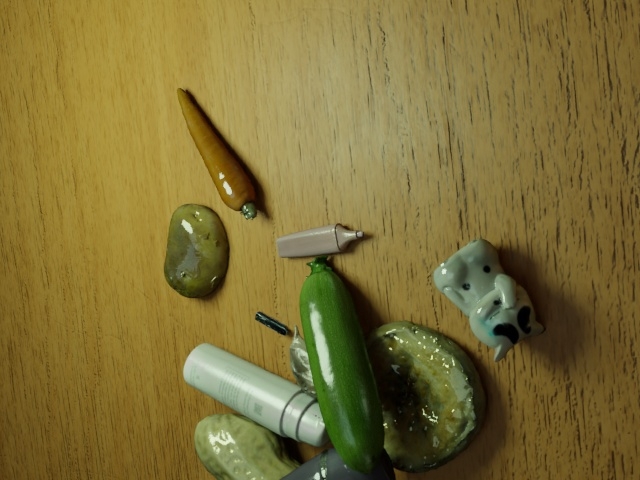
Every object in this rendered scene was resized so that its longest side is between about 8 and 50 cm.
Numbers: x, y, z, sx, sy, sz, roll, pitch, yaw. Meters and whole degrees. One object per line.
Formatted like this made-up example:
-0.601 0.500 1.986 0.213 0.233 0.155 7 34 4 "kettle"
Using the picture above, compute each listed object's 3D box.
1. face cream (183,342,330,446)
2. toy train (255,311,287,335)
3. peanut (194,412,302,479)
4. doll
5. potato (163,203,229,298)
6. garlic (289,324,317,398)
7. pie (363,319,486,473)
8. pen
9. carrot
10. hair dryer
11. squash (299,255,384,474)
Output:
-0.115 0.304 1.420 0.345 0.102 0.102 20 108 31 "face cream"
-0.095 0.166 1.436 0.083 0.017 0.017 25 112 30 "toy train"
-0.115 0.448 1.415 0.313 0.152 0.152 38 116 25 "peanut"
0.258 0.085 1.124 0.110 0.107 0.180 -34 68 -4 "doll"
-0.277 0.023 1.507 0.164 0.081 0.200 12 101 34 "potato"
-0.015 0.241 1.367 0.152 0.066 0.084 39 93 34 "garlic"
0.155 0.272 1.254 0.274 0.055 0.274 5 99 34 "pie"
0.000 0.000 1.339 0.197 0.032 0.053 -8 91 38 "pen"
-0.215 -0.175 1.446 0.069 0.069 0.336 -45 69 31 "carrot"
0.037 0.545 1.293 0.301 0.121 0.361 -26 106 11 "hair dryer"
0.030 0.200 1.245 0.107 0.107 0.395 -35 54 33 "squash"
